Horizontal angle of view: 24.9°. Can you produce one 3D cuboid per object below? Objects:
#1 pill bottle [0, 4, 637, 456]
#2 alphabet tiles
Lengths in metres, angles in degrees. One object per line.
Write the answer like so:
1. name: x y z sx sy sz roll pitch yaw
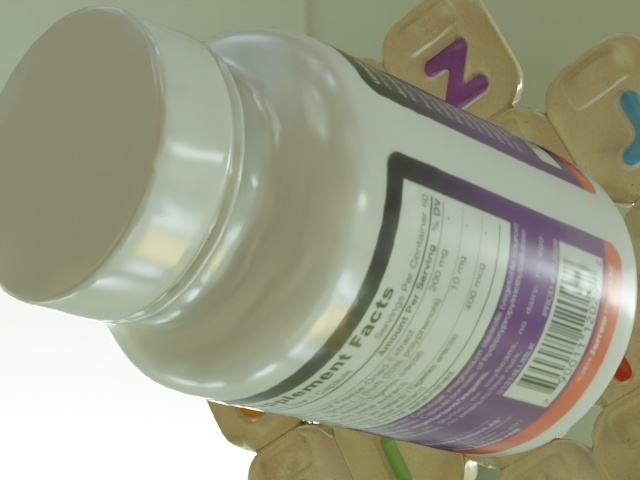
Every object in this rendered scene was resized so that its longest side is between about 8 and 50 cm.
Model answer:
1. pill bottle: 0.000 0.000 0.434 0.108 0.193 0.108 -17 -115 40
2. alphabet tiles: 0.067 0.037 0.676 0.284 0.021 0.278 -36 -110 23
